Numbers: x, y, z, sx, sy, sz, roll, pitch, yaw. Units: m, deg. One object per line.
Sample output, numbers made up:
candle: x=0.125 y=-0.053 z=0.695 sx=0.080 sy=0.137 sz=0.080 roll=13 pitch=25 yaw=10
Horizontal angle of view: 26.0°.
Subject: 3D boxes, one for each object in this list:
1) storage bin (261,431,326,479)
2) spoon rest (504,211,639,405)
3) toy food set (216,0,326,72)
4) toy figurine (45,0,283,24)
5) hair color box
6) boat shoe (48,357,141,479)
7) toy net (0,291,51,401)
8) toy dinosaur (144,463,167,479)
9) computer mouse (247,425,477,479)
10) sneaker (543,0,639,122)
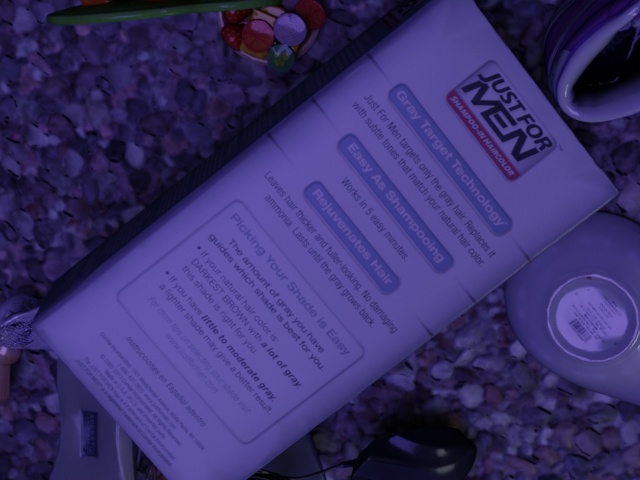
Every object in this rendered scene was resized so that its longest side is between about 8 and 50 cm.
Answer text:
storage bin: x=-0.057 y=0.164 z=1.147 sx=0.091 sy=0.098 sz=0.135 roll=-21 pitch=108 yaw=-9
spoon rest: x=0.252 y=0.101 z=1.066 sx=0.137 sy=0.084 sz=0.276 roll=-37 pitch=88 yaw=22
toy food set: x=-0.038 y=-0.169 z=1.030 sx=0.082 sy=0.020 sz=0.083 roll=23 pitch=115 yaw=1
toy figurine: x=-0.116 y=-0.238 z=0.966 sx=0.173 sy=0.130 sz=0.159 roll=0 pitch=104 yaw=18
hair color box: x=0.000 y=0.000 z=0.991 sx=0.374 sy=0.113 sz=0.185 roll=-38 pitch=102 yaw=7
boat shoe: x=-0.180 y=0.171 z=1.172 sx=0.079 sy=0.081 sz=0.228 roll=11 pitch=108 yaw=16
toy net: x=-0.303 y=0.099 z=1.168 sx=0.232 sy=0.045 sz=0.122 roll=-37 pitch=139 yaw=12
toy dinosaur: x=-0.114 y=0.198 z=1.166 sx=0.053 sy=0.092 sz=0.183 roll=-4 pitch=74 yaw=-18
computer mouse: x=0.017 y=0.191 z=1.097 sx=0.242 sy=0.041 sz=0.071 roll=-7 pitch=146 yaw=-20
sneaker: x=0.263 y=-0.174 z=0.888 sx=0.102 sy=0.161 sz=0.282 roll=43 pitch=112 yaw=-7
